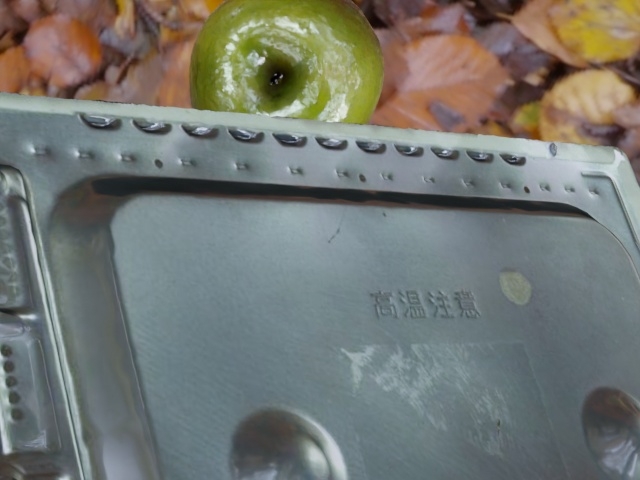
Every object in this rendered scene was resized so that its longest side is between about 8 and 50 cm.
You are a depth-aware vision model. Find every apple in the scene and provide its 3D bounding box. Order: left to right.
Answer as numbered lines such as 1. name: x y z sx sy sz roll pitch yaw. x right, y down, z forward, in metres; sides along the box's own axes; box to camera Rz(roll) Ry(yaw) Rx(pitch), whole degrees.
1. apple: -0.033 -0.157 1.296 0.197 0.157 0.196 0 89 14

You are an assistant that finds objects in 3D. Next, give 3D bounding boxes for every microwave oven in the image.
1. microwave oven: -0.068 0.126 0.530 0.394 0.333 0.247 1 64 -37
